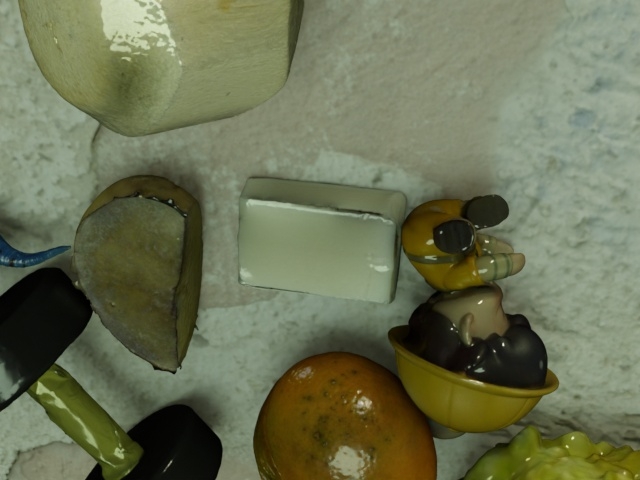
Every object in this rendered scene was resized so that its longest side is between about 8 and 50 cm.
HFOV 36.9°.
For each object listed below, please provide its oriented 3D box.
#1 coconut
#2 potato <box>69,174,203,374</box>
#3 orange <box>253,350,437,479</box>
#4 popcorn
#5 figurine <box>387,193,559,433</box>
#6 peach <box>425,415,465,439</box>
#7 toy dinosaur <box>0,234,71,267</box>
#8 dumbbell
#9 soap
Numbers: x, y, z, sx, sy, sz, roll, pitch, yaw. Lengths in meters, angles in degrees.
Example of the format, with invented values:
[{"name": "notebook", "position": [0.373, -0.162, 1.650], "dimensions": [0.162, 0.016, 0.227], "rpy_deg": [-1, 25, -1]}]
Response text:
[{"name": "coconut", "position": [-0.128, -0.223, 0.885], "dimensions": [0.237, 0.265, 0.238], "rpy_deg": [24, 125, 39]}, {"name": "potato", "position": [-0.207, 0.025, 1.106], "dimensions": [0.138, 0.098, 0.243], "rpy_deg": [12, 122, 5]}, {"name": "orange", "position": [0.023, 0.246, 1.122], "dimensions": [0.240, 0.171, 0.240], "rpy_deg": [27, 134, 32]}, {"name": "popcorn", "position": [0.274, 0.383, 1.124], "dimensions": [0.312, 0.312, 0.312], "rpy_deg": [4, 118, 7]}, {"name": "figurine", "position": [0.152, 0.082, 1.036], "dimensions": [0.167, 0.192, 0.257], "rpy_deg": [-13, 99, 18]}, {"name": "peach", "position": [0.149, 0.198, 1.153], "dimensions": [0.083, 0.083, 0.083], "rpy_deg": [4, 118, 7]}, {"name": "toy dinosaur", "position": [-0.434, 0.006, 1.142], "dimensions": [0.329, 0.076, 0.144], "rpy_deg": [22, 125, 16]}, {"name": "dumbbell", "position": [-0.289, 0.210, 1.157], "dimensions": [0.203, 0.204, 0.322], "rpy_deg": [-32, 109, 23]}, {"name": "soap", "position": [0.000, 0.000, 1.079], "dimensions": [0.183, 0.064, 0.122], "rpy_deg": [7, 119, 6]}]
